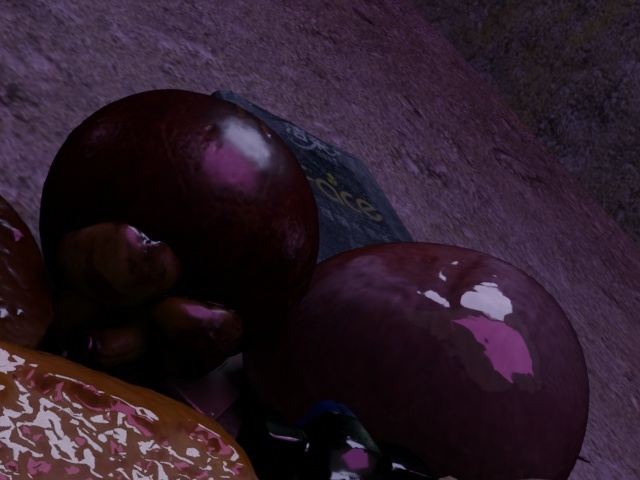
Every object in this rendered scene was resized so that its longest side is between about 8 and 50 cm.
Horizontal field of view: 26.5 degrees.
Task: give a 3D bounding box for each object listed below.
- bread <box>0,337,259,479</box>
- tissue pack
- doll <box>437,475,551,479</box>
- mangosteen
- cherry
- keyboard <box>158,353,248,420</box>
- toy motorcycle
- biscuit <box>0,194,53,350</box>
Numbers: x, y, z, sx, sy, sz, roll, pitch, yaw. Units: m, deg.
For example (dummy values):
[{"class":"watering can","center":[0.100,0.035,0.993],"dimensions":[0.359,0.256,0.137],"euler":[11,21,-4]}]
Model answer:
[{"class":"bread","center":[-0.200,0.124,0.601],"dimensions":[0.375,0.165,0.236],"euler":[23,22,-38]},{"class":"tissue pack","center":[0.000,0.000,1.369],"dimensions":[0.228,0.103,0.316],"euler":[25,24,-41]},{"class":"doll","center":[0.171,0.271,0.862],"dimensions":[0.175,0.149,0.278],"euler":[39,28,-52]},{"class":"mangosteen","center":[-0.117,0.007,0.996],"dimensions":[0.215,0.215,0.257],"euler":[39,36,-3]},{"class":"cherry","center":[0.085,0.113,1.110],"dimensions":[0.307,0.221,0.261],"euler":[19,19,-6]},{"class":"keyboard","center":[-0.084,0.107,1.099],"dimensions":[0.055,0.017,0.166],"euler":[45,19,2]},{"class":"toy motorcycle","center":[0.029,0.205,0.771],"dimensions":[0.125,0.196,0.331],"euler":[20,15,-21]},{"class":"biscuit","center":[-0.346,-0.037,0.841],"dimensions":[0.394,0.070,0.350],"euler":[35,17,-18]}]
